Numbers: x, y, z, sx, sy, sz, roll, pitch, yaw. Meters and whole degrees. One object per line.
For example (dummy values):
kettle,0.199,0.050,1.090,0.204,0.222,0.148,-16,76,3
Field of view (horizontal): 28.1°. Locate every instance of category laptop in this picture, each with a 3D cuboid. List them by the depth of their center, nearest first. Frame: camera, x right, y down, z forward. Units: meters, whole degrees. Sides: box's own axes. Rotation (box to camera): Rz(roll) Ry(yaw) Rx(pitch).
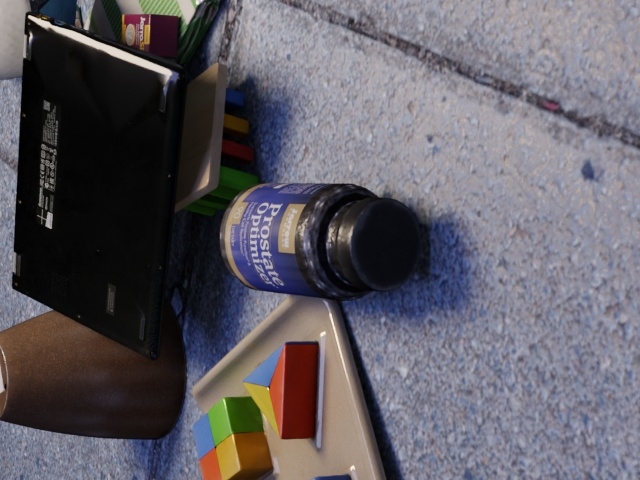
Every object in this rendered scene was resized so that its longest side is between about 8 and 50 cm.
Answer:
laptop,-0.276,-0.116,1.698,0.407,0.236,0.382,23,118,30

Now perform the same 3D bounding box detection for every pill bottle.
pill bottle,0.000,0.000,1.347,0.219,0.122,0.123,3,94,53

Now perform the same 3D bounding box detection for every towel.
towel,-0.244,-0.292,1.752,0.325,0.038,0.248,-55,49,42

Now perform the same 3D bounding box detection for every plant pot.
plant pot,-0.335,0.175,1.732,0.215,0.230,0.215,4,94,55

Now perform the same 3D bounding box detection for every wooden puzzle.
wooden puzzle,-0.046,0.271,1.462,0.322,0.080,0.348,-44,57,46

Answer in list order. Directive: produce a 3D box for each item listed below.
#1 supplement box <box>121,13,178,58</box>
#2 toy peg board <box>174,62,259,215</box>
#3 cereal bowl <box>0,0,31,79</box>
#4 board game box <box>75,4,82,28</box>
supplement box,-0.220,-0.262,1.645,0.083,0.043,0.055,11,100,55
toy peg board,-0.139,-0.111,1.595,0.161,0.079,0.161,-25,56,52
cereal bowl,-0.565,-0.408,2.011,0.339,0.141,0.339,51,151,43
board game box,-0.388,-0.214,1.961,0.136,0.030,0.260,-27,70,50
